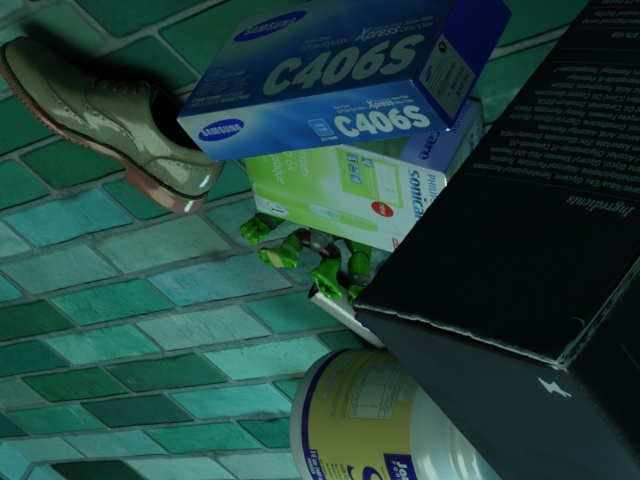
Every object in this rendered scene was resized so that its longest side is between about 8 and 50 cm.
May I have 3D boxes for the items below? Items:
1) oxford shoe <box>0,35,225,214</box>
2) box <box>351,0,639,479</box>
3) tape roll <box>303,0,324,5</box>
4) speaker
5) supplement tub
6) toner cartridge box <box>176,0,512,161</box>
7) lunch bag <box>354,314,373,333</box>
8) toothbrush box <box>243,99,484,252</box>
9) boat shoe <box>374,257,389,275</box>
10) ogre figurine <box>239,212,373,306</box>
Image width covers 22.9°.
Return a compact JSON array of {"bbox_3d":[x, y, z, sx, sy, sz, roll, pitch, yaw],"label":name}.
[{"bbox_3d":[-0.276,-0.186,2.150,0.348,0.123,0.130,34,125,-6],"label":"oxford shoe"},{"bbox_3d":[0.373,0.056,1.495,0.297,0.471,0.480,12,148,53],"label":"box"},{"bbox_3d":[0.082,-0.253,1.721,0.189,0.080,0.189,22,150,14],"label":"tape roll"},{"bbox_3d":[0.050,0.103,2.341,0.136,0.055,0.055,36,151,-12],"label":"speaker"},{"bbox_3d":[0.146,0.277,2.332,0.331,0.241,0.241,-3,138,40],"label":"supplement tub"},{"bbox_3d":[0.017,-0.179,1.644,0.348,0.165,0.075,-5,135,45],"label":"toner cartridge box"},{"bbox_3d":[0.097,0.096,2.276,0.065,0.067,0.098,37,148,-15],"label":"lunch bag"},{"bbox_3d":[0.053,-0.100,1.948,0.283,0.122,0.206,17,149,19],"label":"toothbrush box"},{"bbox_3d":[0.155,0.088,2.195,0.183,0.066,0.066,30,121,-13],"label":"boat shoe"},{"bbox_3d":[0.000,0.000,2.158,0.197,0.118,0.097,25,155,11],"label":"ogre figurine"}]
